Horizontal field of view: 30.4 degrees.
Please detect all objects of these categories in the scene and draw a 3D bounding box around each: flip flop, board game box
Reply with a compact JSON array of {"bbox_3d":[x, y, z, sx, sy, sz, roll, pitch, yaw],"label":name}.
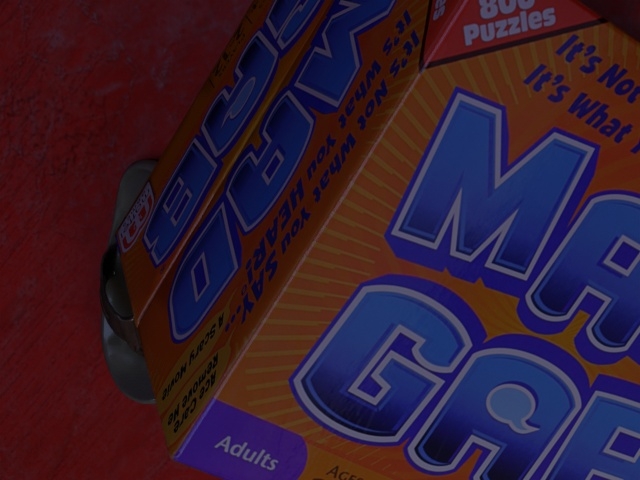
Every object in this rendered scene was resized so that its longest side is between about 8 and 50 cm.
[{"bbox_3d":[-0.199,0.049,1.291,0.112,0.080,0.277,13,108,18],"label":"flip flop"},{"bbox_3d":[0.100,-0.009,0.887,0.356,0.356,0.356,27,104,-24],"label":"board game box"}]

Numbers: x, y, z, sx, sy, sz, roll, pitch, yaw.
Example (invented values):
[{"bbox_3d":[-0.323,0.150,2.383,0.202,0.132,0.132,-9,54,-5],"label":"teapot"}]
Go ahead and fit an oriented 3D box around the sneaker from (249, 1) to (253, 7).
[{"bbox_3d":[0.069,-0.214,1.060,0.330,0.146,0.122,-14,118,32],"label":"sneaker"}]
